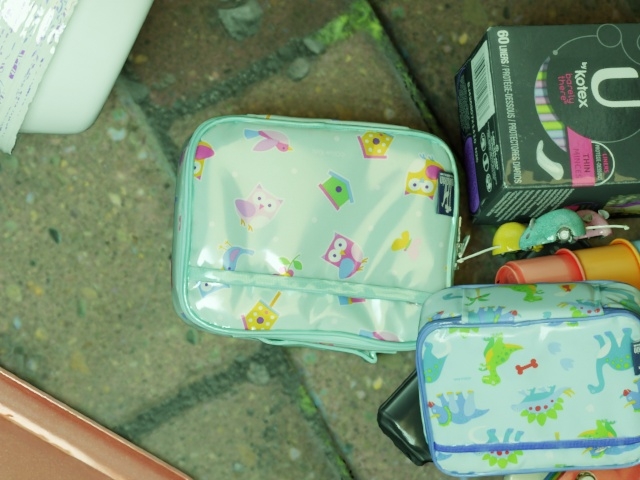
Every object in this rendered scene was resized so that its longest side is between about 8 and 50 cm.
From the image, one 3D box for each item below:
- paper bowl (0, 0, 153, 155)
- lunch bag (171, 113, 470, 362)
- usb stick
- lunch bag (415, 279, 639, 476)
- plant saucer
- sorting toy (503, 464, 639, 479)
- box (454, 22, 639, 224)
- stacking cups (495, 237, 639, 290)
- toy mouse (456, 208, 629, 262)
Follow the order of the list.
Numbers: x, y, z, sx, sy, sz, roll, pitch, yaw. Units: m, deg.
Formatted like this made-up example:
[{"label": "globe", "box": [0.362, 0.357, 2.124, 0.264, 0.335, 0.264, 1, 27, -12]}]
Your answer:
[{"label": "paper bowl", "box": [-0.234, -0.210, 1.743, 0.148, 0.284, 0.284, 26, 79, -8]}, {"label": "lunch bag", "box": [0.000, 0.000, 1.845, 0.279, 0.108, 0.224, 5, 82, -9]}, {"label": "usb stick", "box": [0.167, 0.101, 1.894, 0.077, 0.045, 0.278, 43, 78, 5]}, {"label": "lunch bag", "box": [0.199, 0.130, 1.779, 0.219, 0.090, 0.176, -2, 115, 7]}, {"label": "plant saucer", "box": [-0.270, 0.256, 1.742, 0.259, 0.048, 0.258, 31, 43, -5]}, {"label": "sorting toy", "box": [0.360, 0.226, 1.888, 0.257, 0.089, 0.255, 44, 78, -2]}, {"label": "box", "box": [0.282, -0.114, 1.885, 0.270, 0.143, 0.165, -3, 77, -11]}, {"label": "stacking cups", "box": [0.321, 0.026, 1.878, 0.316, 0.096, 0.096, -4, 83, -21]}, {"label": "toy mouse", "box": [0.231, -0.013, 1.829, 0.161, 0.143, 0.031, -6, 84, -43]}]
